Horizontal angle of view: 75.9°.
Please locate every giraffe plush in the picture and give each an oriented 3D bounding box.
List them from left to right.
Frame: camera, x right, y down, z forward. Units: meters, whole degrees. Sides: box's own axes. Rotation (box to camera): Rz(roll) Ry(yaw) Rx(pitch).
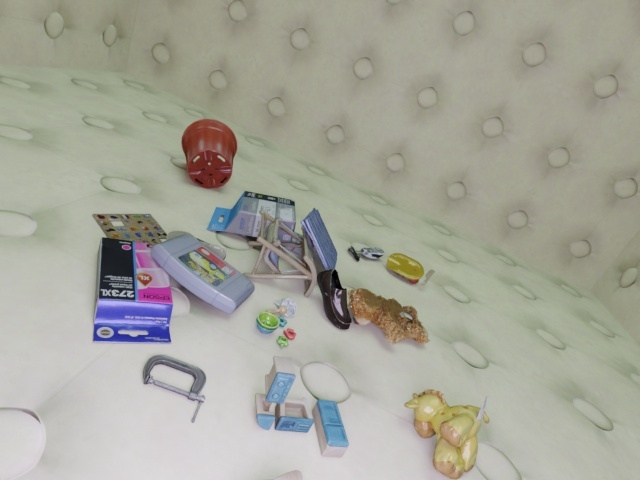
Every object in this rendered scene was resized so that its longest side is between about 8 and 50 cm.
[{"bbox_3d":[0.305,0.459,1.040,0.170,0.210,0.181,14,-23,45],"label":"giraffe plush"}]

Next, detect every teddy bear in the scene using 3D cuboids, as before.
[{"bbox_3d":[0.236,0.277,1.448,0.337,0.113,0.245,15,31,-40],"label":"teddy bear"}]

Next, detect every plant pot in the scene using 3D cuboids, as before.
[{"bbox_3d":[-0.528,-0.398,1.953,0.272,0.273,0.265,14,33,-24],"label":"plant pot"}]

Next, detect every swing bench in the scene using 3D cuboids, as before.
[{"bbox_3d":[-0.128,0.042,1.489,0.254,0.165,0.253,19,23,-15],"label":"swing bench"}]

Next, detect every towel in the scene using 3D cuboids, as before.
[{"bbox_3d":[0.000,0.000,1.649,0.243,0.040,0.336,65,10,-8],"label":"towel"}]

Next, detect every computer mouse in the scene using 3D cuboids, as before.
[{"bbox_3d":[0.222,0.065,1.946,0.192,0.042,0.106,2,26,-31],"label":"computer mouse"}]

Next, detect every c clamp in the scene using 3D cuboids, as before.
[{"bbox_3d":[-0.320,0.311,0.903,0.160,0.022,0.137,25,23,-1],"label":"c clamp"}]

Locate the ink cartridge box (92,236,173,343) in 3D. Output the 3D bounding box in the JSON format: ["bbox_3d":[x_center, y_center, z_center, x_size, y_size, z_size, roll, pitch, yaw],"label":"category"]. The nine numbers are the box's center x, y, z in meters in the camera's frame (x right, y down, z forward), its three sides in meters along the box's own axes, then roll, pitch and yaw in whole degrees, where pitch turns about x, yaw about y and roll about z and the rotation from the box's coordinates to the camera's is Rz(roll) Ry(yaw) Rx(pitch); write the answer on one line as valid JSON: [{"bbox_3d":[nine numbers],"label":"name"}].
[{"bbox_3d":[-0.497,0.122,1.091,0.175,0.069,0.371,10,29,-32],"label":"ink cartridge box"}]

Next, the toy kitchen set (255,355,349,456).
[{"bbox_3d":[-0.025,0.362,0.897,0.206,0.166,0.122,15,25,-21],"label":"toy kitchen set"}]

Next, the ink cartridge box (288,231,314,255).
[{"bbox_3d":[-0.093,0.013,1.729,0.122,0.052,0.088,27,24,10],"label":"ink cartridge box"}]

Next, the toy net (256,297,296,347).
[{"bbox_3d":[-0.111,0.230,1.253,0.122,0.045,0.232,27,23,6],"label":"toy net"}]

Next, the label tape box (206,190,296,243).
[{"bbox_3d":[-0.272,-0.109,1.680,0.333,0.106,0.241,10,25,-10],"label":"label tape box"}]

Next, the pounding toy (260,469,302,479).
[{"bbox_3d":[-0.036,0.485,0.636,0.154,0.155,0.270,13,25,-16],"label":"pounding toy"}]

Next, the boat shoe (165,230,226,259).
[{"bbox_3d":[-0.420,0.027,1.391,0.205,0.075,0.065,19,-18,-4],"label":"boat shoe"}]

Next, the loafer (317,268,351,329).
[{"bbox_3d":[0.053,0.192,1.380,0.080,0.078,0.220,1,58,-45],"label":"loafer"}]

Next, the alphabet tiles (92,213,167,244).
[{"bbox_3d":[-0.611,-0.026,1.362,0.198,0.009,0.237,-4,36,-49],"label":"alphabet tiles"}]

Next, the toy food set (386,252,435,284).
[{"bbox_3d":[0.410,0.148,1.930,0.217,0.071,0.128,28,47,14],"label":"toy food set"}]

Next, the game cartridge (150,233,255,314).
[{"bbox_3d":[-0.346,0.094,1.223,0.294,0.060,0.196,36,19,1],"label":"game cartridge"}]
